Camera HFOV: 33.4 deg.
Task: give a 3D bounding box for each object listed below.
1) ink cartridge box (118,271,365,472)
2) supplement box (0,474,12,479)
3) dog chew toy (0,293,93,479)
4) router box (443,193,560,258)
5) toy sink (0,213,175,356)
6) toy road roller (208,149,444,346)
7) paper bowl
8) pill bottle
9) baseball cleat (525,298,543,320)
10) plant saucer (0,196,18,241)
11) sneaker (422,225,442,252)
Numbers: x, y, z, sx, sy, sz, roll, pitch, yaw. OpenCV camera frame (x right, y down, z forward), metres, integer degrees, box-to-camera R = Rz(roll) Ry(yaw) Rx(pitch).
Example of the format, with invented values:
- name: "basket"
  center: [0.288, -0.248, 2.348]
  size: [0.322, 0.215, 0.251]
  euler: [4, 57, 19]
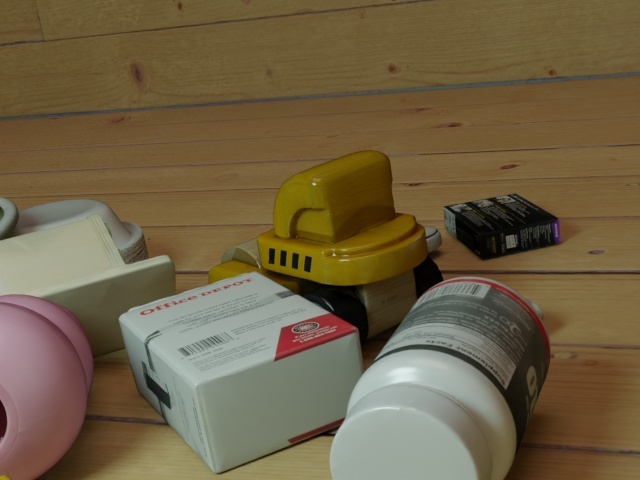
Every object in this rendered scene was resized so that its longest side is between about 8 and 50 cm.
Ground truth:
- name: "ink cartridge box"
  center: [-0.097, 0.142, 1.257]
  size: [0.197, 0.114, 0.273]
  euler: [-17, 20, -23]
- name: "supplement box"
  center: [-0.331, 0.292, 0.906]
  size: [0.188, 0.104, 0.081]
  euler: [-20, 22, -32]
- name: "dog chew toy"
  center: [-0.354, 0.153, 1.225]
  size: [0.207, 0.206, 0.332]
  euler: [-8, 10, 2]
- name: "router box"
  center: [0.290, -0.026, 1.725]
  size: [0.133, 0.046, 0.179]
  euler: [-11, 18, -9]
- name: "toy sink"
  center: [-0.333, 0.066, 1.475]
  size: [0.234, 0.152, 0.131]
  euler: [-16, 49, -22]
- name: "toy road roller"
  center: [0.000, 0.000, 1.451]
  size: [0.203, 0.240, 0.330]
  euler: [-21, 22, -37]
- name: "paper bowl"
  center: [-0.426, 0.025, 1.736]
  size: [0.284, 0.148, 0.284]
  euler: [-9, 17, 3]
- name: "pill bottle"
  center: [0.121, 0.156, 1.033]
  size: [0.161, 0.161, 0.283]
  euler: [-1, 19, 23]
- name: "baseball cleat"
  center: [0.224, 0.105, 1.301]
  size: [0.110, 0.072, 0.206]
  euler: [-2, 21, -1]
- name: "plant saucer"
  center: [-0.629, 0.051, 1.568]
  size: [0.401, 0.100, 0.400]
  euler: [-12, 21, 5]
- name: "sneaker"
  center: [0.065, -0.015, 1.718]
  size: [0.258, 0.091, 0.094]
  euler: [-3, 18, 18]
